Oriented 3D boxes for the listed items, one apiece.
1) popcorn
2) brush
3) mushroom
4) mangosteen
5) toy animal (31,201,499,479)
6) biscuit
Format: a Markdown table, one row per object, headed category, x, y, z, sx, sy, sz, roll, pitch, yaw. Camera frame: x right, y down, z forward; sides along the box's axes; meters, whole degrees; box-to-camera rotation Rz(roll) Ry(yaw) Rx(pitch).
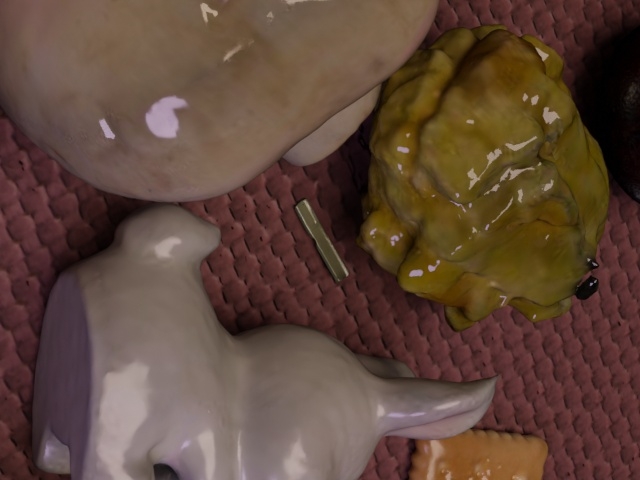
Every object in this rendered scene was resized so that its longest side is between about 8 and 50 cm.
| category | x | y | z | sx | sy | sz | roll | pitch | yaw |
| --- | --- | --- | --- | --- | --- | --- | --- | --- | --- |
| popcorn | 0.145 | -0.048 | 1.142 | 0.252 | 0.215 | 0.286 | -52 | 133 | -11 |
| brush | 0.000 | 0.000 | 1.191 | 0.016 | 0.013 | 0.084 | -35 | 104 | -22 |
| mushroom | -0.065 | -0.181 | 0.957 | 0.353 | 0.325 | 0.353 | 0 | 91 | -29 |
| mangosteen | 0.371 | -0.121 | 1.243 | 0.216 | 0.216 | 0.216 | -4 | 100 | -25 |
| toy animal | -0.049 | 0.117 | 1.087 | 0.367 | 0.196 | 0.241 | 17 | 89 | -25 |
| biscuit | 0.142 | 0.310 | 1.297 | 0.160 | 0.030 | 0.250 | 11 | 93 | -27 |
